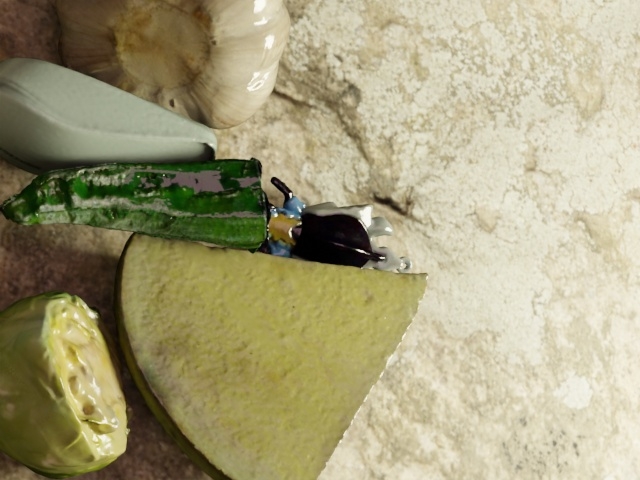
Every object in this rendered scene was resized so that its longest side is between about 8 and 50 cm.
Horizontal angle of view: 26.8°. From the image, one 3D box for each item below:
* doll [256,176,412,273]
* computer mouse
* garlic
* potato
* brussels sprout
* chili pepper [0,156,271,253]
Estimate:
[{"bbox_3d":[0.000,0.000,1.299,0.195,0.070,0.096,17,87,-15],"label":"doll"},{"bbox_3d":[-0.204,-0.088,1.185,0.231,0.128,0.079,18,71,-18],"label":"computer mouse"},{"bbox_3d":[-0.126,-0.215,1.243,0.218,0.218,0.212,44,27,-12],"label":"garlic"},{"bbox_3d":[-0.074,0.082,1.222,0.255,0.112,0.269,35,63,-4],"label":"potato"},{"bbox_3d":[-0.234,0.126,1.118,0.149,0.122,0.151,46,22,-52],"label":"brussels sprout"},{"bbox_3d":[-0.159,-0.028,1.153,0.227,0.059,0.088,-2,70,-16],"label":"chili pepper"}]
